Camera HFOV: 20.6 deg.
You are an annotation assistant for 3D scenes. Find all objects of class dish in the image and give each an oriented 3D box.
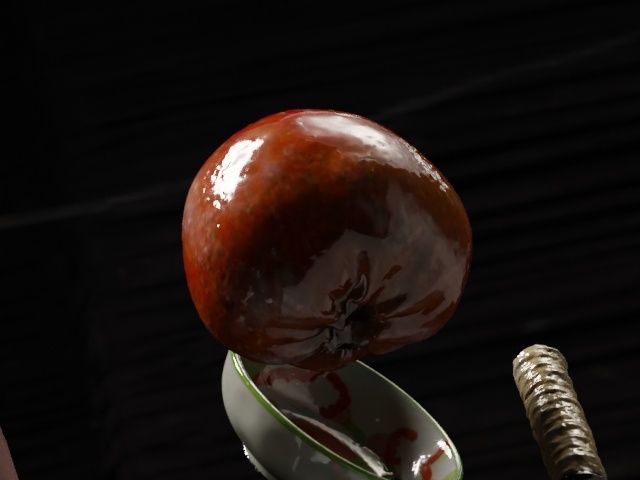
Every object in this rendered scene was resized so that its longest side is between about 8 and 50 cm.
[{"bbox_3d":[0.006,0.249,2.143,0.124,0.324,0.324,-59,27,17],"label":"dish"}]

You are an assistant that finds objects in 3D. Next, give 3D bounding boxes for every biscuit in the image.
[{"bbox_3d":[0.236,0.180,1.725,0.219,0.061,0.055,-103,25,-57],"label":"biscuit"}]

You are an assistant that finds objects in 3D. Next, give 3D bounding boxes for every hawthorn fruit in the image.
[{"bbox_3d":[0.000,0.000,1.751,0.284,0.284,0.284,170,90,-79],"label":"hawthorn fruit"}]

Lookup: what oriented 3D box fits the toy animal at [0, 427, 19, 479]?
[{"bbox_3d":[-0.300,0.254,1.355,0.195,0.169,0.281,-23,74,49],"label":"toy animal"}]
